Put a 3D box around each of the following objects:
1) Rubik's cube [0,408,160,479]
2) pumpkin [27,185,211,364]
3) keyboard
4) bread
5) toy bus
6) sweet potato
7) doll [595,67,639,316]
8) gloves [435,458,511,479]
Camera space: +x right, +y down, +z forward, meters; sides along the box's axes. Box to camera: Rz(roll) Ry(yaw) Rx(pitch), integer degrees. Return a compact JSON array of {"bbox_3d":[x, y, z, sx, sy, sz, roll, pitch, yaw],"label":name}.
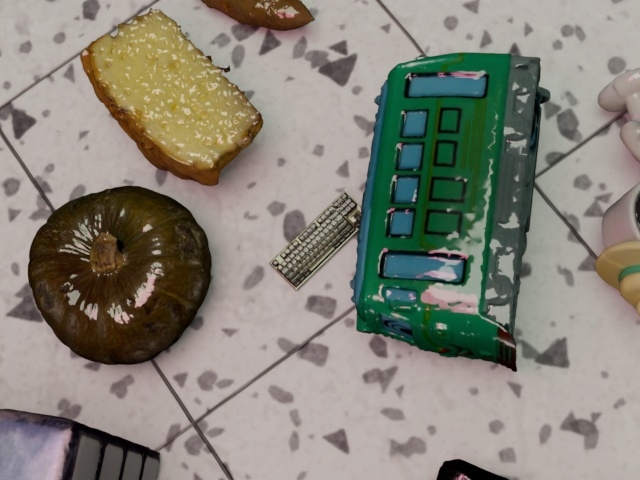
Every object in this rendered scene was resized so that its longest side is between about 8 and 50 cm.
[{"bbox_3d":[-0.386,0.338,1.073,0.344,0.344,0.337,8,75,10],"label":"Rubik's cube"},{"bbox_3d":[-0.231,0.036,1.240,0.219,0.162,0.219,-2,69,6],"label":"pumpkin"},{"bbox_3d":[0.000,0.000,1.296,0.129,0.015,0.049,-43,74,-7],"label":"keyboard"},{"bbox_3d":[-0.171,-0.162,1.300,0.143,0.139,0.229,-40,74,-8],"label":"bread"},{"bbox_3d":[0.146,-0.035,1.203,0.199,0.183,0.343,5,74,12],"label":"toy bus"},{"bbox_3d":[-0.096,-0.312,1.381,0.206,0.060,0.068,21,40,13],"label":"sweet potato"},{"bbox_3d":[0.376,-0.057,1.219,0.208,0.144,0.271,-23,75,-22],"label":"doll"},{"bbox_3d":[0.155,0.384,1.091,0.197,0.152,0.301,20,52,18],"label":"gloves"}]
